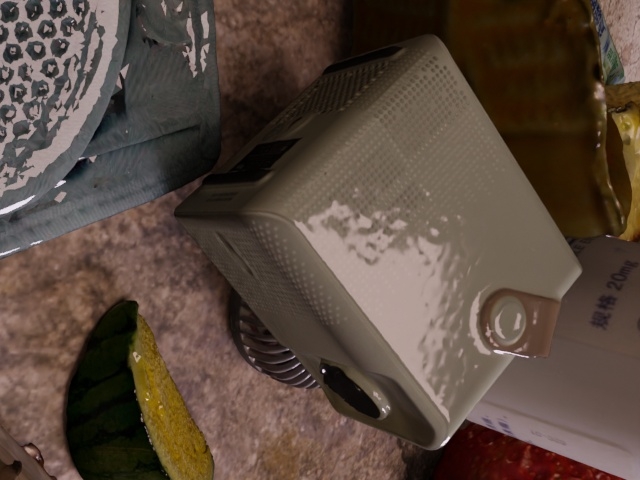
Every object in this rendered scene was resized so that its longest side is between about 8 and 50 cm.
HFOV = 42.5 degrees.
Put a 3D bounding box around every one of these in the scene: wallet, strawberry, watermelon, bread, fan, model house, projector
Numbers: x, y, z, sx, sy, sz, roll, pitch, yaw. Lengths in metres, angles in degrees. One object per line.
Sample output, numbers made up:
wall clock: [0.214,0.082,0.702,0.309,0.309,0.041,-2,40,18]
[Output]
wallet: [-0.159,-0.157,0.421,0.237,0.075,0.341,-25,123,-38]
strawberry: [0.266,0.304,0.960,0.277,0.257,0.257,-36,130,-24]
watermelon: [-0.138,0.143,0.598,0.092,0.075,0.181,-95,170,-51]
bread: [0.324,-0.093,0.953,0.252,0.133,0.174,-33,122,-46]
fan: [0.000,0.000,0.672,0.130,0.074,0.244,4,97,-38]
model house: [0.134,-0.150,0.639,0.173,0.268,0.239,-37,126,-20]
projector: [0.048,0.010,0.564,0.177,0.163,0.242,-46,114,-20]

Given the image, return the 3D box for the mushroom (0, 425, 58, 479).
mushroom: [-0.209,0.185,0.455,0.151,0.156,0.285,-38,120,-17]

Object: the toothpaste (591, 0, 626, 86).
toothpaste: [0.308,-0.230,0.950,0.297,0.048,0.074,36,78,-54]

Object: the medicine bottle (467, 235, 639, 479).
medicine bottle: [0.193,0.081,0.724,0.190,0.332,0.189,-22,119,-47]
